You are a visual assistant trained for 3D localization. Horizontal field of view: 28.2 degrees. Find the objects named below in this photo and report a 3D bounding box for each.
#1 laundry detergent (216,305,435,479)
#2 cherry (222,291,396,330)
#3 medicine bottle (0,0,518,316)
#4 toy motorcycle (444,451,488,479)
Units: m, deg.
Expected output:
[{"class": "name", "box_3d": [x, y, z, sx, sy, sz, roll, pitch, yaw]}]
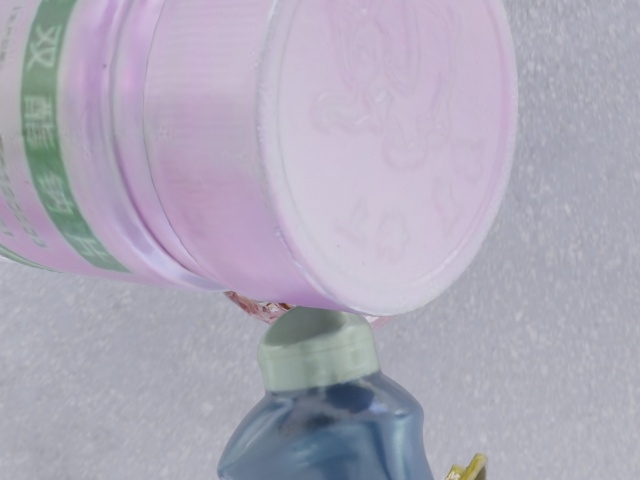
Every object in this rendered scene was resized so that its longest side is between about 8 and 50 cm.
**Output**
[{"class": "laundry detergent", "box_3d": [0.015, 0.176, 0.781, 0.143, 0.094, 0.290, -10, 91, 22]}, {"class": "cherry", "box_3d": [0.000, 0.000, 1.094, 0.192, 0.250, 0.175, 11, 81, 37]}, {"class": "medicine bottle", "box_3d": [-0.080, -0.077, 0.719, 0.325, 0.212, 0.212, 8, 115, 41]}, {"class": "toy motorcycle", "box_3d": [0.055, 0.187, 0.637, 0.130, 0.094, 0.229, 31, 135, 13]}]
